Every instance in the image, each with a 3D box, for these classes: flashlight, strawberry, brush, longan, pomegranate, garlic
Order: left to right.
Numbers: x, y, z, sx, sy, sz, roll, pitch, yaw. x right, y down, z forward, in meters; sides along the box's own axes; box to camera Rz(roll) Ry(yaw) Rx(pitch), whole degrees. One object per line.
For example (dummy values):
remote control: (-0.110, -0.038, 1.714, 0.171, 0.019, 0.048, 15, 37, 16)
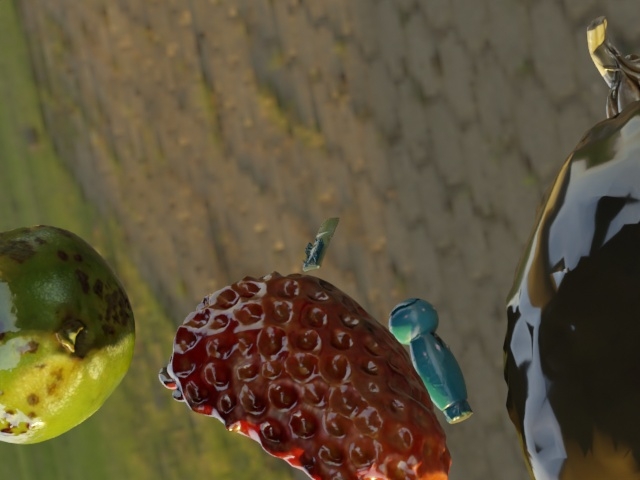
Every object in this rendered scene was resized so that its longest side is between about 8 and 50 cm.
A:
pomegranate: (-0.215, 0.067, 1.221, 0.122, 0.169, 0.143, -53, -48, -50)
strawberry: (-0.001, 0.116, 1.572, 0.280, 0.253, 0.150, -134, 69, -83)
brush: (0.000, 0.000, 1.520, 0.013, 0.016, 0.083, 63, -156, -21)
flashlight: (0.108, 0.117, 1.791, 0.051, 0.051, 0.129, 116, 132, -68)
garlic: (0.352, -0.164, 1.945, 0.194, 0.127, 0.131, 53, -147, -11)
longan: (0.337, 0.101, 1.249, 0.404, 0.436, 0.404, -57, 16, 25)
